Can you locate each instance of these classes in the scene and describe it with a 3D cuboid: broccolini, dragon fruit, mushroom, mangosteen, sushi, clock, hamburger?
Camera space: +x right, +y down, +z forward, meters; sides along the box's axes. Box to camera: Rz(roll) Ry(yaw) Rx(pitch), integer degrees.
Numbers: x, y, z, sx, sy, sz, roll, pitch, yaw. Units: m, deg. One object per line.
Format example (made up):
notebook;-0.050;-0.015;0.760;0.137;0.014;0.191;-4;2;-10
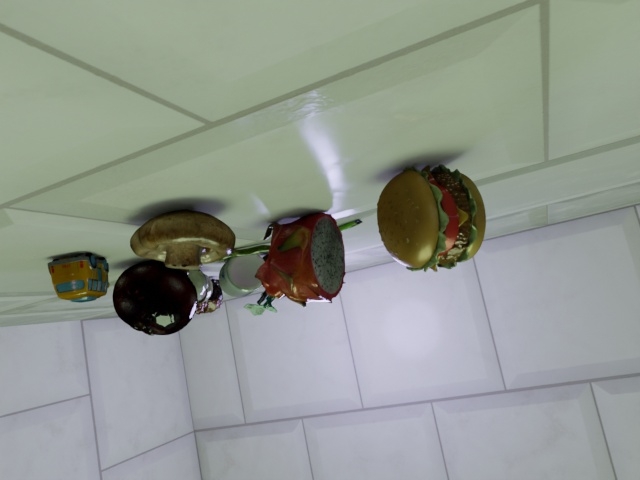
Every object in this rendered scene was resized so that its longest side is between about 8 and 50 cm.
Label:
broccolini;-0.195;0.047;2.030;0.393;0.073;0.079;-9;-172;-3
dragon fruit;-0.069;0.064;1.671;0.226;0.305;0.305;-7;174;26
mushroom;-0.346;0.000;1.325;0.279;0.145;0.278;-1;167;0
mangosteen;-0.585;0.195;1.904;0.297;0.293;0.297;30;171;5
sushi;-0.643;0.289;2.661;0.344;0.181;0.197;0;172;-41
clock;-0.638;0.222;2.273;0.326;0.183;0.342;-15;177;-6
hamburger;0.258;-0.054;1.333;0.213;0.274;0.274;-5;169;-26

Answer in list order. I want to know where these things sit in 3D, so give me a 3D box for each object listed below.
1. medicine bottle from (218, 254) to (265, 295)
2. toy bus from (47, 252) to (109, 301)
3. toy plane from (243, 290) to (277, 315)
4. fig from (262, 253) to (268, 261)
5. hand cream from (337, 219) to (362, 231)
medicine bottle;-0.330;0.148;2.182;0.170;0.169;0.293;-8;170;-20
toy bus;-0.732;0.121;1.620;0.126;0.136;0.209;-11;172;-3
toy plane;-0.144;0.175;2.144;0.155;0.106;0.381;32;108;-36
fig;-0.153;0.144;2.327;0.152;0.151;0.259;-18;155;37
hand cream;0.095;-0.052;1.936;0.122;0.023;0.036;-20;164;28
